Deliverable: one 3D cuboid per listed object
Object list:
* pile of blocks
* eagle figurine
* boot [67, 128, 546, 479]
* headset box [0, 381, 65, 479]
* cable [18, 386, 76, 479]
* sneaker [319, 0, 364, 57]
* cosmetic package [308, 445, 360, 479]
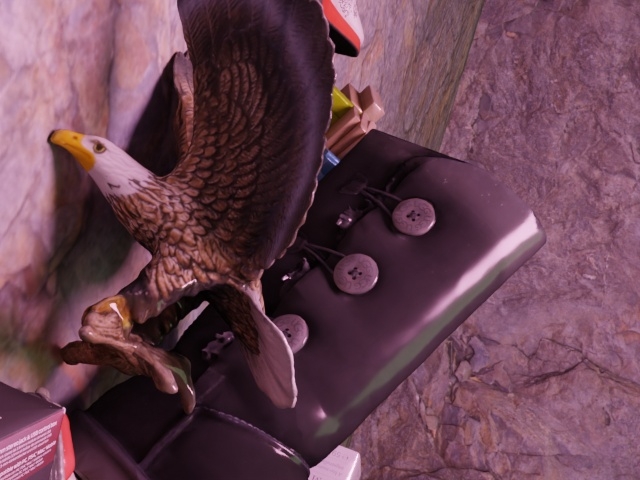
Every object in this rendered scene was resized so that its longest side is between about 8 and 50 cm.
[{"bbox_3d":[-0.027,-0.096,0.885,0.149,0.113,0.362,-30,-154,41],"label":"pile of blocks"},{"bbox_3d":[-0.089,-0.040,0.579,0.298,0.226,0.225,-62,144,-23],"label":"eagle figurine"},{"bbox_3d":[0.048,0.129,0.663,0.445,0.367,0.146,-42,155,-24],"label":"boot"},{"bbox_3d":[-0.249,0.196,0.360,0.218,0.110,0.293,-14,120,-75],"label":"headset box"},{"bbox_3d":[-0.158,0.202,0.488,0.072,0.287,0.139,2,116,-40],"label":"cable"},{"bbox_3d":[0.014,-0.310,0.872,0.270,0.090,0.144,13,96,-75],"label":"sneaker"},{"bbox_3d":[-0.089,0.352,0.981,0.138,0.224,0.224,82,27,-63],"label":"cosmetic package"}]
